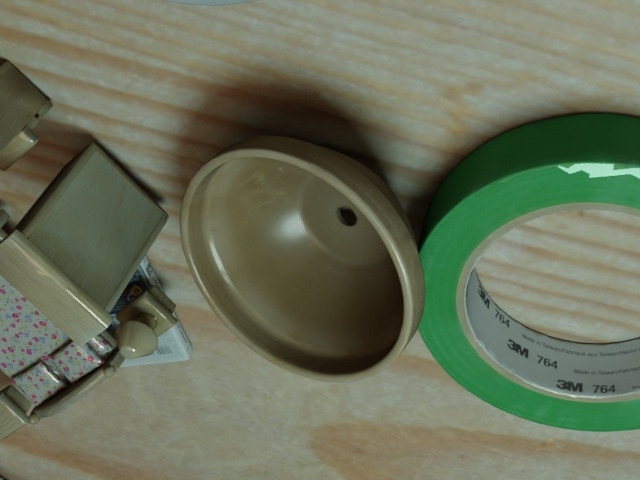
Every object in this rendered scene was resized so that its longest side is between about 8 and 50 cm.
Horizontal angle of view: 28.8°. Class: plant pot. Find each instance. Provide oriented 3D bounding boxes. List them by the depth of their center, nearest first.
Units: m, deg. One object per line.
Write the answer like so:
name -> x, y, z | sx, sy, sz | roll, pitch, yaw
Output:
plant pot -> 0.000, 0.000, 1.116 | 0.237, 0.110, 0.237 | 19, 131, 24

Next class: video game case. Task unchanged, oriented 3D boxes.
video game case -> -0.251, 0.067, 1.312 | 0.190, 0.022, 0.173 | -7, 127, 20

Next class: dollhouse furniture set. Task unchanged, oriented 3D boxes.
dollhouse furniture set -> -0.334, 0.061, 1.199 | 0.355, 0.174, 0.303 | -34, 108, 31

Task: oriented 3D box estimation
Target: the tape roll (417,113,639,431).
tape roll -> 0.246, 0.038, 1.132 | 0.321, 0.077, 0.321 | 7, 130, 9

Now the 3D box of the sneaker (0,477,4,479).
sneaker -> -0.467, 0.280, 1.492 | 0.292, 0.110, 0.118 | 25, 121, -8

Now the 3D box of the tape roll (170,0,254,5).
tape roll -> -0.073, -0.268, 0.897 | 0.219, 0.072, 0.219 | -8, 151, -4
